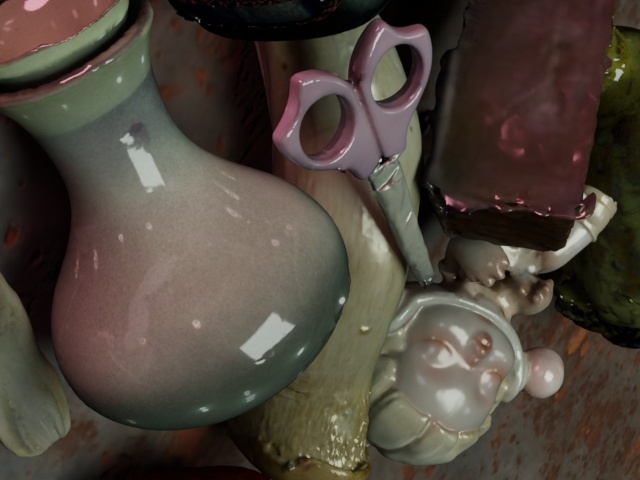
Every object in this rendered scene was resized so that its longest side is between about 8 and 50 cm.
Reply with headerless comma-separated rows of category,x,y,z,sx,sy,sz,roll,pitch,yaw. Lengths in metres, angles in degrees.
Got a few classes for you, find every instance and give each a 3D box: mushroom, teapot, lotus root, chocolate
mushroom,0.000,0.000,1.154,0.095,0.123,0.351,-35,132,-62
mushroom,-0.191,0.056,1.016,0.059,0.054,0.202,-45,142,-18
teapot,-0.099,-0.024,0.999,0.183,0.183,0.251,-44,123,-27
lotus root,0.239,-0.053,1.367,0.173,0.173,0.309,-45,138,-26
chocolate,0.146,-0.140,1.196,0.112,0.112,0.321,79,22,-68

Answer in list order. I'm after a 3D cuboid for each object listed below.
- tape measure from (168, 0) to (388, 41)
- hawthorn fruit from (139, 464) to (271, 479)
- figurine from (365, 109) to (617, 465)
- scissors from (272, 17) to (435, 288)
tape measure,-0.025,-0.218,0.993,0.202,0.135,0.223,59,40,-43
hawthorn fruit,-0.070,0.210,1.157,0.172,0.148,0.148,-28,128,-58
figurine,0.086,0.051,1.274,0.256,0.144,0.182,-58,143,-5
scissors,0.038,-0.040,1.055,0.110,0.021,0.212,-38,141,-13
